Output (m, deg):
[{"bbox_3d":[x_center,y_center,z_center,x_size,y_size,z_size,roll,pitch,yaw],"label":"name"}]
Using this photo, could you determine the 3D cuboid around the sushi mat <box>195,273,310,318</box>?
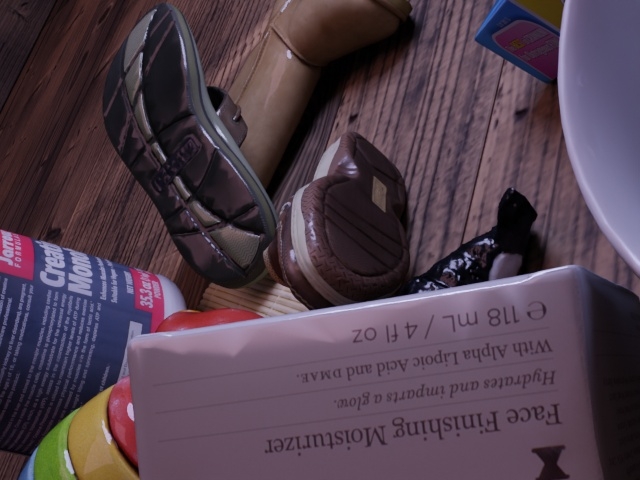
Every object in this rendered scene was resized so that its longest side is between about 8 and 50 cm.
[{"bbox_3d":[-0.050,0.079,1.030,0.151,0.019,0.316,-60,23,-8],"label":"sushi mat"}]

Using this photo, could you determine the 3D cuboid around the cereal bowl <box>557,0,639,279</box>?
[{"bbox_3d":[0.260,-0.087,0.424,0.339,0.141,0.339,-28,47,36],"label":"cereal bowl"}]

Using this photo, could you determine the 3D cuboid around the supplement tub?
[{"bbox_3d":[-0.272,0.092,1.098,0.191,0.272,0.191,-45,36,46],"label":"supplement tub"}]

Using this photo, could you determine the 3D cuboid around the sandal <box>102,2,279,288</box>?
[{"bbox_3d":[-0.113,-0.083,1.129,0.120,0.086,0.303,-38,64,27],"label":"sandal"}]

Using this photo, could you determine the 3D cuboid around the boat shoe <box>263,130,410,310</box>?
[{"bbox_3d":[0.006,0.006,0.886,0.095,0.095,0.257,-44,6,20],"label":"boat shoe"}]

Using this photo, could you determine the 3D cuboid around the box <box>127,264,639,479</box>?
[{"bbox_3d":[0.044,0.088,0.518,0.181,0.182,0.119,-11,81,20],"label":"box"}]

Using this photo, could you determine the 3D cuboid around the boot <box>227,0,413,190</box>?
[{"bbox_3d":[-0.034,-0.125,1.182,0.269,0.089,0.236,-62,20,-3],"label":"boot"}]

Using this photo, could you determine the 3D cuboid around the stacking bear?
[{"bbox_3d":[-0.123,0.162,0.890,0.289,0.175,0.164,-49,51,22],"label":"stacking bear"}]

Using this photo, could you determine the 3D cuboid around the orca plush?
[{"bbox_3d":[0.031,0.086,0.738,0.287,0.102,0.151,-57,17,3],"label":"orca plush"}]

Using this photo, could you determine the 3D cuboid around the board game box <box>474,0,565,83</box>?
[{"bbox_3d":[0.201,-0.234,0.721,0.242,0.064,0.316,-60,1,-5],"label":"board game box"}]
